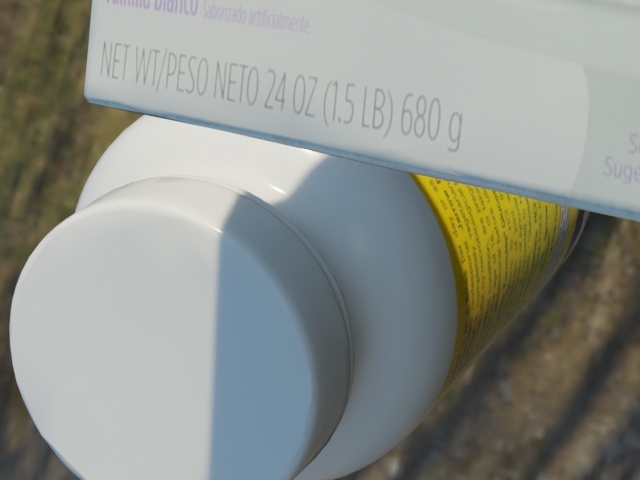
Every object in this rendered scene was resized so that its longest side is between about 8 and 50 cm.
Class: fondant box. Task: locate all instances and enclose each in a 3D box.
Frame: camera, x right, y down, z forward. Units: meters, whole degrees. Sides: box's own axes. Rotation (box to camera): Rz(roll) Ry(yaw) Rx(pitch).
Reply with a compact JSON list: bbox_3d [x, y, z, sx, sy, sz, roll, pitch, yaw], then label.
[{"bbox_3d":[0.061,-0.178,0.459,0.238,0.096,0.330,14,101,44],"label":"fondant box"}]

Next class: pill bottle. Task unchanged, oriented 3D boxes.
[{"bbox_3d":[0.000,0.000,0.925,0.334,0.188,0.188,-38,-25,-60],"label":"pill bottle"}]
